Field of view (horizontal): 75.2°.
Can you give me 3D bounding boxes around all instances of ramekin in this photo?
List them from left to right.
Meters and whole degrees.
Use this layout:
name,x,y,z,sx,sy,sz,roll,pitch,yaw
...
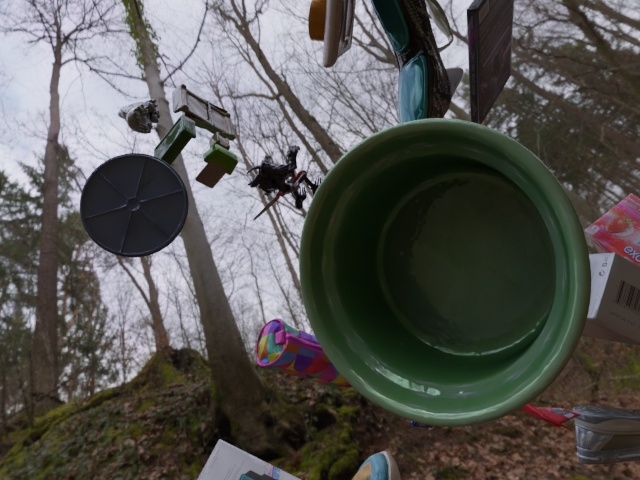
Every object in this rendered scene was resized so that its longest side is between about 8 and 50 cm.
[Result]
name,x,y,z,sx,sy,sz,roll,pitch,yaw
ramekin,0.135,0.030,0.471,0.148,0.303,0.303,-2,-43,-51

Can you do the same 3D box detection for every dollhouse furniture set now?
name,x,y,z,sx,sy,sz,roll,pitch,yaw
dollhouse furniture set,-0.385,-0.316,1.285,0.197,0.302,0.151,27,-59,-39

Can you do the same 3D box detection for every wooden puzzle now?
name,x,y,z,sx,sy,sz,roll,pitch,yaw
wooden puzzle,0.035,-0.597,0.955,0.080,0.348,0.322,9,-56,6

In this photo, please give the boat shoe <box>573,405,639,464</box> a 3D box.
name,x,y,z,sx,sy,sz,roll,pitch,yaw
boat shoe,0.656,0.397,0.820,0.320,0.103,0.118,8,-9,-8

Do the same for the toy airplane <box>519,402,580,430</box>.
name,x,y,z,sx,sy,sz,roll,pitch,yaw
toy airplane,0.307,0.247,0.622,0.151,0.151,0.028,37,-109,-47

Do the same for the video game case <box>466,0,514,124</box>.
name,x,y,z,sx,sy,sz,roll,pitch,yaw
video game case,0.369,-0.415,0.894,0.196,0.026,0.274,-55,-35,-21

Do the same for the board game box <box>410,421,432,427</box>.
name,x,y,z,sx,sy,sz,roll,pitch,yaw
board game box,0.206,0.234,0.836,0.047,0.160,0.210,9,-73,-11

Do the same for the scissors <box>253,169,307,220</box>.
name,x,y,z,sx,sy,sz,roll,pitch,yaw
scissors,-0.156,-0.168,1.605,0.109,0.021,0.297,-15,-25,-47

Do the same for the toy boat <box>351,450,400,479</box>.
name,x,y,z,sx,sy,sz,roll,pitch,yaw
toy boat,0.146,0.699,1.097,0.148,0.268,0.318,28,-25,-9

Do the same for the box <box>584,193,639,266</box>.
name,x,y,z,sx,sy,sz,roll,pitch,yaw
box,0.825,0.048,1.000,0.142,0.300,0.154,-45,-49,16

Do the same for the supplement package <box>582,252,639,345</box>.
name,x,y,z,sx,sy,sz,roll,pitch,yaw
supplement package,0.416,0.091,0.667,0.105,0.179,0.105,25,-100,-10

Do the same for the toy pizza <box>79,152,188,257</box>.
name,x,y,z,sx,sy,sz,roll,pitch,yaw
toy pizza,-0.354,-0.067,0.799,0.201,0.201,0.032,-20,-2,-7

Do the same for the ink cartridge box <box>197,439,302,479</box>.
name,x,y,z,sx,sy,sz,roll,pitch,yaw
ink cartridge box,-0.050,0.379,0.586,0.231,0.078,0.134,7,-38,32

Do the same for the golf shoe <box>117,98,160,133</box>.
name,x,y,z,sx,sy,sz,roll,pitch,yaw
golf shoe,-0.454,-0.299,1.014,0.086,0.176,0.069,-5,-64,-4

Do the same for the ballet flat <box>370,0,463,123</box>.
name,x,y,z,sx,sy,sz,roll,pitch,yaw
ballet flat,0.262,-0.472,1.049,0.182,0.483,0.164,-15,2,-16

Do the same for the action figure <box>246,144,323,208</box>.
name,x,y,z,sx,sy,sz,roll,pitch,yaw
action figure,-0.114,-0.197,1.259,0.164,0.141,0.275,-25,-28,26

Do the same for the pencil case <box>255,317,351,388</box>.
name,x,y,z,sx,sy,sz,roll,pitch,yaw
pencil case,-0.015,0.232,0.839,0.236,0.104,0.104,26,-61,-36
